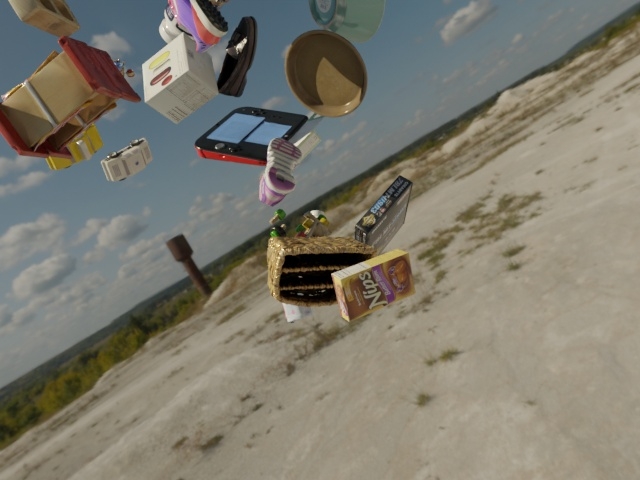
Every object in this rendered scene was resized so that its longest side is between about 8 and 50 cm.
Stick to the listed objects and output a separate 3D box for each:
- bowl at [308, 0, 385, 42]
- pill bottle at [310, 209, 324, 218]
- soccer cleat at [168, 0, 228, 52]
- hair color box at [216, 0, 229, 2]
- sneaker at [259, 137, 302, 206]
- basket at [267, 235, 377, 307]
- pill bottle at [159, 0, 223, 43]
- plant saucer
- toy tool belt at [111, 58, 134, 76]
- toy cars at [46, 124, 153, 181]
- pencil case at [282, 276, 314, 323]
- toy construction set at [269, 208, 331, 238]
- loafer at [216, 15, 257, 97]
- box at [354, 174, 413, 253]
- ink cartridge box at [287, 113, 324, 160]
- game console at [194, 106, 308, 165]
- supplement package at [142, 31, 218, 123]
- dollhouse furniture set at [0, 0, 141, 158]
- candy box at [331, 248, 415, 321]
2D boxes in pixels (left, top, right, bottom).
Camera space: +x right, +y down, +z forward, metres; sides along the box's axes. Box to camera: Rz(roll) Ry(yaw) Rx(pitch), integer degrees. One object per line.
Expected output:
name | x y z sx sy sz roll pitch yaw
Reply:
bowl | 0.071 -0.862 1.797 0.163 0.312 0.311 -21 -1 -29
pill bottle | -0.017 -0.068 2.365 0.078 0.137 0.078 2 -16 1
soccer cleat | -0.395 -0.688 1.428 0.116 0.318 0.108 -35 3 31
hair color box | -0.314 -0.843 1.600 0.043 0.141 0.072 -10 1 -29
sneaker | -0.114 -0.177 1.321 0.105 0.095 0.237 -55 19 40
basket | -0.003 0.104 1.514 0.298 0.214 0.223 0 9 -16
pill bottle | -0.448 -0.801 1.748 0.264 0.153 0.153 -37 -1 39
plant saucer | 0.020 -0.514 1.554 0.277 0.278 0.041 -27 22 44
toy tool belt | -0.546 -0.461 1.345 0.083 0.052 0.051 -8 -43 -11
toy cars | -0.705 -0.281 1.658 0.393 0.087 0.177 8 -76 -60
pencil case | -0.113 0.198 2.071 0.113 0.273 0.124 -18 -2 27
toy construction set | 0.000 0.000 1.823 0.237 0.308 0.258 -48 -16 -30
loafer | -0.301 -0.647 1.791 0.095 0.109 0.303 -9 -39 -33
box | 0.239 -0.062 1.960 0.295 0.073 0.293 -48 -20 -24
ink cartridge box | -0.046 -0.371 1.791 0.235 0.056 0.171 -47 22 -13
game console | -0.271 -0.423 1.989 0.341 0.060 0.387 10 42 22
supplement package | -0.487 -0.558 1.740 0.203 0.194 0.149 -28 -31 21
dollhouse furniture set | -0.532 -0.357 0.908 0.201 0.374 0.152 -33 4 10
candy box | 0.126 0.102 1.170 0.186 0.109 0.053 -20 19 -19
